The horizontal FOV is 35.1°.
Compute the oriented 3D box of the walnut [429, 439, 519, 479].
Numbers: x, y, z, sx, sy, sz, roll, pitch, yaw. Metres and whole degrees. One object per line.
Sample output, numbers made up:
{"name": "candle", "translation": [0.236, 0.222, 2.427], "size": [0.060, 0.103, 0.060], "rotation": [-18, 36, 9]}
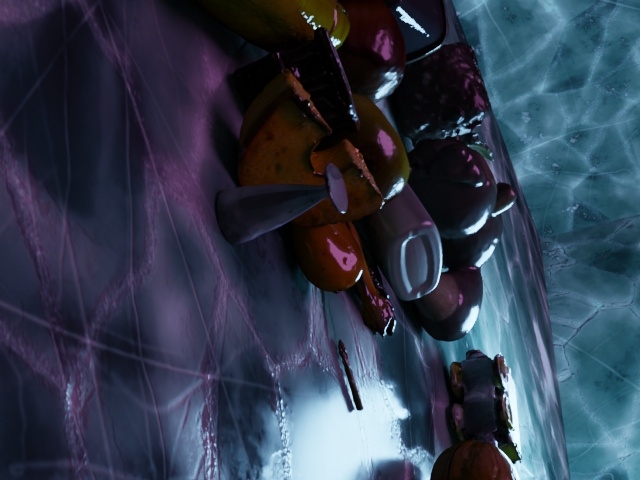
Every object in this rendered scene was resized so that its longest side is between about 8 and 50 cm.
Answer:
{"name": "walnut", "translation": [0.273, 0.452, 1.791], "size": [0.167, 0.167, 0.207], "rotation": [54, 33, -48]}

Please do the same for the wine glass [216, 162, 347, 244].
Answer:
{"name": "wine glass", "translation": [-0.048, -0.044, 1.258], "size": [0.073, 0.155, 0.073], "rotation": [-13, 90, -68]}

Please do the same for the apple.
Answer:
{"name": "apple", "translation": [0.045, -0.132, 1.563], "size": [0.196, 0.157, 0.196], "rotation": [64, 2, -5]}

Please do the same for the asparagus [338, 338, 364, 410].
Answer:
{"name": "asparagus", "translation": [0.045, 0.208, 1.558], "size": [0.015, 0.014, 0.114], "rotation": [-176, -110, -74]}

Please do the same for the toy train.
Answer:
{"name": "toy train", "translation": [0.355, 0.359, 2.154], "size": [0.261, 0.134, 0.177], "rotation": [-84, 153, -46]}

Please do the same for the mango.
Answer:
{"name": "mango", "translation": [-0.002, 0.003, 1.480], "size": [0.105, 0.084, 0.159], "rotation": [-17, 75, -56]}

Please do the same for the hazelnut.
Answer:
{"name": "hazelnut", "translation": [0.046, -0.326, 1.710], "size": [0.208, 0.208, 0.208], "rotation": [-15, 90, -72]}

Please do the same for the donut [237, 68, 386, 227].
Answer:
{"name": "donut", "translation": [-0.037, -0.108, 1.370], "size": [0.259, 0.152, 0.101], "rotation": [47, 18, -48]}

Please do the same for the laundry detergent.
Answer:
{"name": "laundry detergent", "translation": [0.104, -0.051, 1.743], "size": [0.280, 0.105, 0.215], "rotation": [58, -12, 40]}

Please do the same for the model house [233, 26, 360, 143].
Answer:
{"name": "model house", "translation": [-0.034, -0.202, 1.419], "size": [0.106, 0.152, 0.165], "rotation": [-92, 162, -74]}

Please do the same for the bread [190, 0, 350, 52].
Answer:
{"name": "bread", "translation": [-0.087, -0.331, 1.391], "size": [0.112, 0.166, 0.383], "rotation": [-67, 160, 5]}

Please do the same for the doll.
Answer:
{"name": "doll", "translation": [0.265, -0.022, 2.026], "size": [0.382, 0.252, 0.379], "rotation": [39, 39, -51]}

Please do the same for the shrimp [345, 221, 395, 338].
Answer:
{"name": "shrimp", "translation": [0.083, 0.089, 1.632], "size": [0.222, 0.054, 0.290], "rotation": [-110, 177, -48]}

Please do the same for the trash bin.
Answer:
{"name": "trash bin", "translation": [0.129, -0.457, 2.026], "size": [0.290, 0.209, 0.182], "rotation": [16, 62, -63]}

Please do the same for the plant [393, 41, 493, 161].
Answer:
{"name": "plant", "translation": [0.290, -0.288, 2.347], "size": [0.213, 0.215, 0.312], "rotation": [-8, 86, -75]}
